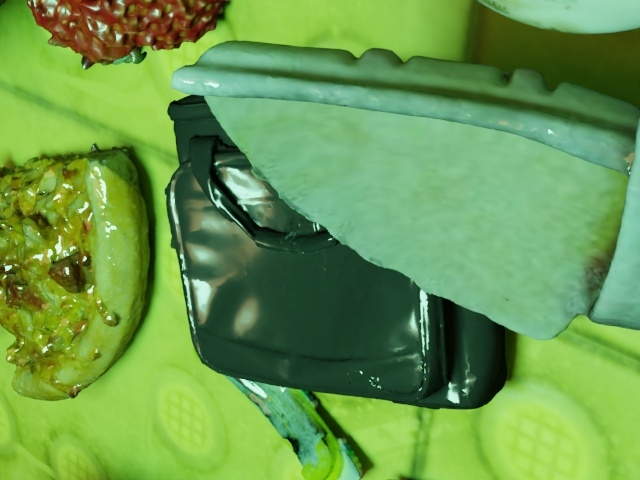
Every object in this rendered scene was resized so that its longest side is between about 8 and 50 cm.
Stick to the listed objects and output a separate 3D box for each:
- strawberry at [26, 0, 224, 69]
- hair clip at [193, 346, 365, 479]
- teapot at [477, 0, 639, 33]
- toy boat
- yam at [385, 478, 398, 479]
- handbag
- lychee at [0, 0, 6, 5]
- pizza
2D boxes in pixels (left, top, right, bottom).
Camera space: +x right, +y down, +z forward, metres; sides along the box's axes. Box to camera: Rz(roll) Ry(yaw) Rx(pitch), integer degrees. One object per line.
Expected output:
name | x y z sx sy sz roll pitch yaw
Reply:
strawberry | -0.150 -0.232 0.852 0.188 0.106 0.286 49 133 12
hair clip | -0.037 0.140 0.966 0.188 0.033 0.060 43 134 16
teapot | 0.134 -0.214 0.583 0.204 0.139 0.298 -40 76 17
toy boat | 0.110 -0.028 0.641 0.293 0.111 0.276 5 149 27
yam | 0.085 0.212 0.882 0.094 0.043 0.043 7 113 42
handbag | 0.000 0.000 0.839 0.275 0.088 0.244 6 108 42
lychee | -0.432 -0.273 0.909 0.432 0.380 0.380 -127 34 -60
pizza | -0.259 0.022 1.084 0.226 0.086 0.335 45 134 16
